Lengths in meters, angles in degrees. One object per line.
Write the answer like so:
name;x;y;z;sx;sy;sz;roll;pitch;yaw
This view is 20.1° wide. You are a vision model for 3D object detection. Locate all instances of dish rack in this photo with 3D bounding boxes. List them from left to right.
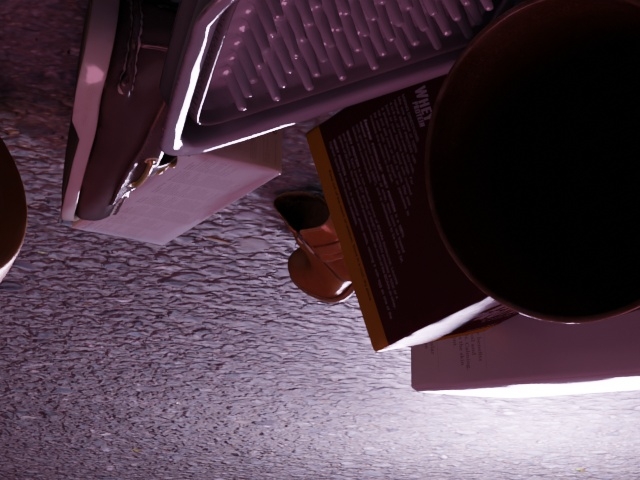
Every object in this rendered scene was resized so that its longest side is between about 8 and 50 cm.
dish rack;0.051;-0.169;1.142;0.333;0.072;0.285;-20;168;-17

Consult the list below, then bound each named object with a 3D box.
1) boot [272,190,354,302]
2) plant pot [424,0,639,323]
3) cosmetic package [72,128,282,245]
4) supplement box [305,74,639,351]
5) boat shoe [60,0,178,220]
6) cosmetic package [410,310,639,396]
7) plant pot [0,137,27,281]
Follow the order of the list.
boot;0.000;0.000;1.820;0.197;0.073;0.152;2;154;48
plant pot;0.221;-0.048;1.249;0.215;0.215;0.230;-11;171;32
cosmetic package;-0.134;-0.062;1.641;0.099;0.060;0.239;10;160;-29
supplement box;0.119;-0.037;1.416;0.129;0.191;0.194;-7;164;-40
boat shoe;-0.154;-0.095;1.465;0.096;0.116;0.324;8;155;-8
cosmetic package;0.250;0.027;1.503;0.155;0.197;0.365;8;169;-43
plant pot;-0.385;-0.010;1.518;0.203;0.291;0.291;-33;145;33
